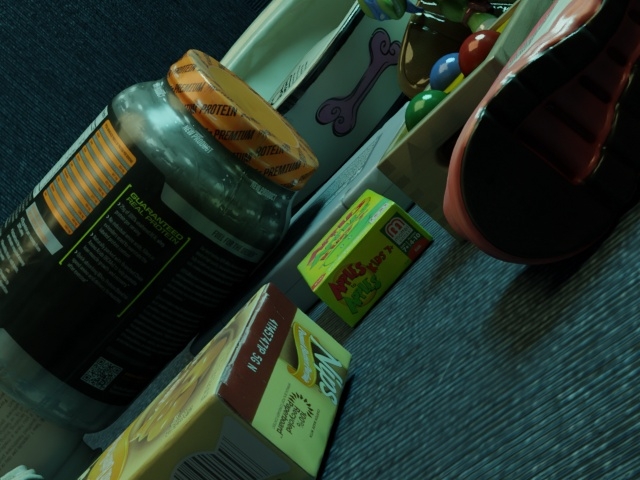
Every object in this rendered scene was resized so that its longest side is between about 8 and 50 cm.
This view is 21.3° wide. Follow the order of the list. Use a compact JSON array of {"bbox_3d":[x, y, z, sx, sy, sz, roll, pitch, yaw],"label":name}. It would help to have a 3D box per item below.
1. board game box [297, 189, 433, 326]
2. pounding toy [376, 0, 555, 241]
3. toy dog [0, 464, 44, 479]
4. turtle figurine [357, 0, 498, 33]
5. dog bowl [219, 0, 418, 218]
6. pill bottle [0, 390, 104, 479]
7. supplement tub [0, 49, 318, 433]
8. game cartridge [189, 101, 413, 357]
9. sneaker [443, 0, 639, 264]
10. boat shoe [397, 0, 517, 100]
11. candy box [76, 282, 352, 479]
[{"bbox_3d":[0.032,0.011,1.360,0.092,0.043,0.181,-48,7,1],"label":"board game box"},{"bbox_3d":[0.150,-0.129,1.195,0.181,0.094,0.206,-43,9,38],"label":"pounding toy"},{"bbox_3d":[-0.329,0.352,1.442,0.220,0.161,0.334,-47,-9,31],"label":"toy dog"},{"bbox_3d":[0.160,-0.277,1.566,0.266,0.197,0.275,-35,-10,2],"label":"turtle figurine"},{"bbox_3d":[-0.002,-0.162,1.887,0.408,0.150,0.408,-44,18,19],"label":"dog bowl"},{"bbox_3d":[-0.302,0.191,1.644,0.131,0.229,0.131,-47,7,8],"label":"pill bottle"},{"bbox_3d":[-0.172,-0.001,1.591,0.338,0.207,0.207,-46,7,11],"label":"supplement tub"},{"bbox_3d":[0.000,0.000,1.595,0.297,0.062,0.198,-44,12,28],"label":"game cartridge"},{"bbox_3d":[0.167,-0.121,0.956,0.314,0.116,0.136,-49,5,-8],"label":"sneaker"},{"bbox_3d":[0.178,-0.250,1.746,0.302,0.109,0.098,-62,-26,-18],"label":"boat shoe"},{"bbox_3d":[-0.121,0.189,1.122,0.316,0.087,0.183,-45,7,20],"label":"candy box"}]
